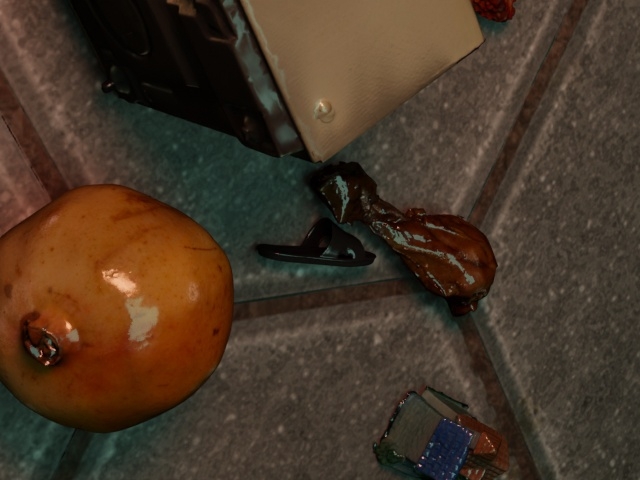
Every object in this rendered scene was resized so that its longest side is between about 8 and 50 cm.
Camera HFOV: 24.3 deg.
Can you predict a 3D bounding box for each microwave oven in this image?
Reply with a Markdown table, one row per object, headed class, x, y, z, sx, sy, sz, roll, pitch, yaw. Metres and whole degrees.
| class | x | y | z | sx | sy | sz | roll | pitch | yaw |
| --- | --- | --- | --- | --- | --- | --- | --- | --- | --- |
| microwave oven | -0.096 | -0.276 | 1.401 | 0.247 | 0.394 | 0.333 | -35 | 119 | -22 |

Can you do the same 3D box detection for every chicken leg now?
| class | x | y | z | sx | sy | sz | roll | pitch | yaw |
| --- | --- | --- | --- | --- | --- | --- | --- | --- | --- |
| chicken leg | 0.108 | -0.007 | 1.802 | 0.304 | 0.093 | 0.113 | 31 | 50 | -35 |

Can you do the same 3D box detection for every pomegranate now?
| class | x | y | z | sx | sy | sz | roll | pitch | yaw |
| --- | --- | --- | --- | --- | --- | --- | --- | --- | --- |
| pomegranate | -0.221 | 0.066 | 1.496 | 0.264 | 0.264 | 0.264 | -10 | 109 | -32 |

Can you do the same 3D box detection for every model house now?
| class | x | y | z | sx | sy | sz | roll | pitch | yaw |
| --- | --- | --- | --- | --- | --- | --- | --- | --- | --- |
| model house | 0.176 | 0.271 | 1.893 | 0.148 | 0.148 | 0.119 | 30 | 87 | -34 |

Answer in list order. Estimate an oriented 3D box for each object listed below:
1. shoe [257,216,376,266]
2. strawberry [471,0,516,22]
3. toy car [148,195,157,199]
| class | x | y | z | sx | sy | sz | roll | pitch | yaw |
| --- | --- | --- | --- | --- | --- | --- | --- | --- | --- |
| shoe | 0.000 | 0.000 | 1.754 | 0.159 | 0.062 | 0.053 | 1 | 100 | -30 |
| strawberry | 0.166 | -0.368 | 1.744 | 0.175 | 0.106 | 0.236 | -41 | 132 | -63 |
| toy car | -0.199 | -0.004 | 1.636 | 0.041 | 0.025 | 0.093 | 1 | 100 | -33 |
